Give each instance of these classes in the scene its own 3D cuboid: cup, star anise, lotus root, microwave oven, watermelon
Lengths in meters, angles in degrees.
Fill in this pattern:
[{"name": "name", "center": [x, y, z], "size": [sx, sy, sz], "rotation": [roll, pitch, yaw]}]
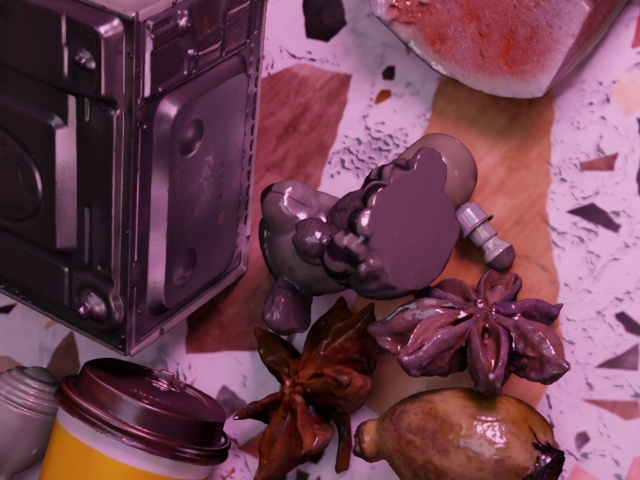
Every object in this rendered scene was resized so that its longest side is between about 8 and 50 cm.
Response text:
[{"name": "cup", "center": [-0.222, 0.274, 1.528], "size": [0.196, 0.196, 0.279], "rotation": [25, 94, 25]}, {"name": "star anise", "center": [0.143, 0.091, 1.422], "size": [0.197, 0.212, 0.073], "rotation": [0, 115, 6]}, {"name": "lotus root", "center": [0.134, 0.204, 1.417], "size": [0.214, 0.138, 0.138], "rotation": [11, 81, 18]}, {"name": "microwave oven", "center": [-0.251, -0.130, 1.493], "size": [0.333, 0.247, 0.394], "rotation": [25, 128, 27]}, {"name": "star anise", "center": [-0.003, 0.150, 1.505], "size": [0.212, 0.111, 0.196], "rotation": [-52, 40, 35]}, {"name": "watermelon", "center": [0.164, -0.297, 1.503], "size": [0.305, 0.180, 0.224], "rotation": [38, 75, 15]}]

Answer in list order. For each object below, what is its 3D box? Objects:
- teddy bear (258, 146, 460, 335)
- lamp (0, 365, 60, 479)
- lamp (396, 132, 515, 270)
[{"name": "teddy bear", "center": [0.006, 0.007, 1.463], "size": [0.251, 0.144, 0.171], "rotation": [-16, 39, 38]}, {"name": "lamp", "center": [-0.349, 0.232, 1.635], "size": [0.106, 0.106, 0.193], "rotation": [24, 96, 25]}, {"name": "lamp", "center": [0.146, -0.035, 1.510], "size": [0.091, 0.091, 0.163], "rotation": [-41, 80, 8]}]
